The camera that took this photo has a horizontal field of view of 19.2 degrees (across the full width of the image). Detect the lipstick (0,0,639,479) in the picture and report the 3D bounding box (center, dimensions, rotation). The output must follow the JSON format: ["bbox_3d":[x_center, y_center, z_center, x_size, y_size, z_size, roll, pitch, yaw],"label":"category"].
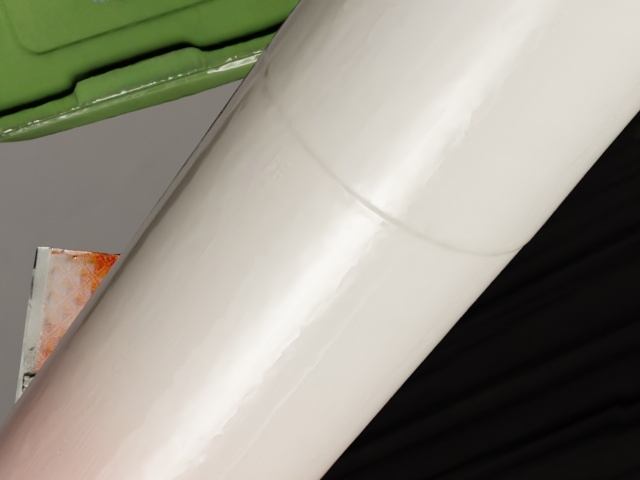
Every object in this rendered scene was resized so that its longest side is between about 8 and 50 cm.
[{"bbox_3d":[0.000,0.000,0.523,0.087,0.327,0.087,27,32,-19],"label":"lipstick"}]

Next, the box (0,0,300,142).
[{"bbox_3d":[-0.122,-0.204,1.519,0.253,0.328,0.178,-37,112,-74],"label":"box"}]

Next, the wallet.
[{"bbox_3d":[-0.165,0.105,1.339,0.020,0.103,0.197,45,50,-79],"label":"wallet"}]
